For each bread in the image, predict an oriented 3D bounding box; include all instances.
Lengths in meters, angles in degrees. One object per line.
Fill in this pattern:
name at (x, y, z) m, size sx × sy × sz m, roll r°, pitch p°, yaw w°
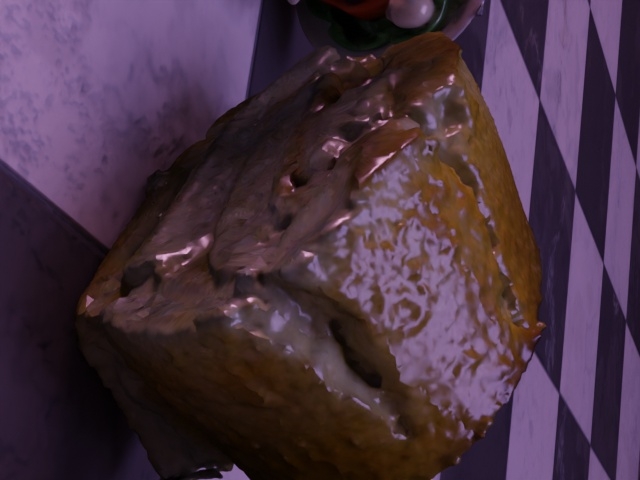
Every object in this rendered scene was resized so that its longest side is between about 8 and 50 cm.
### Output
bread at (0.000, 0.000, 0.680) m, size 0.124 × 0.186 × 0.257 m, roll 61°, pitch 27°, yaw -25°

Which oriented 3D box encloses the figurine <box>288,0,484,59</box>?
figurine at (0.011, -0.170, 0.808) m, size 0.153 × 0.132 × 0.132 m, roll 29°, pitch 63°, yaw -56°
